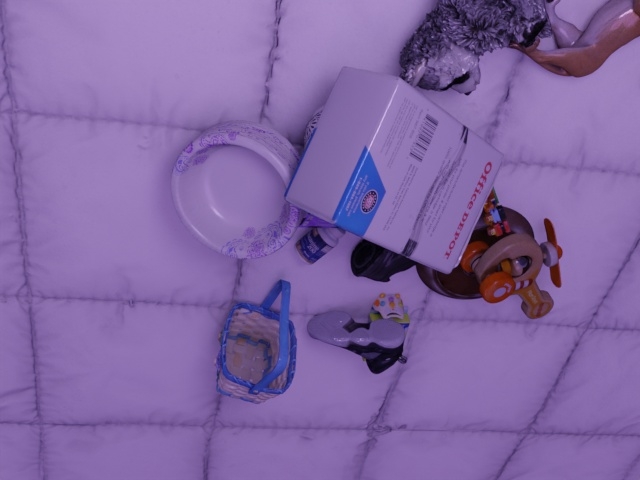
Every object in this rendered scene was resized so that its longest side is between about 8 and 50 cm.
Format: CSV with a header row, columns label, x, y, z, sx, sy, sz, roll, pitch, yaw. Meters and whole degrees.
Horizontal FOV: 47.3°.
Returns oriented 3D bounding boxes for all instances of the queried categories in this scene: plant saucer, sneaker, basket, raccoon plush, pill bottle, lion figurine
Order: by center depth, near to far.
label,x,y,z,sx,sy,sz,roll,pitch,yaw
raccoon plush,0.237,-0.491,1.359,0.299,0.216,0.446,-16,101,22
lion figurine,0.586,-0.426,1.454,0.392,0.142,0.240,-24,138,35
pill bottle,0.000,0.000,1.745,0.120,0.067,0.067,-39,124,21
sneaker,0.206,0.002,1.770,0.130,0.109,0.286,26,128,-37
basket,-0.148,0.268,1.823,0.201,0.255,0.289,23,134,-22
plant saucer,0.399,0.046,1.857,0.310,0.050,0.311,-4,128,-5
sneaker,0.099,0.275,1.923,0.268,0.101,0.153,4,135,23

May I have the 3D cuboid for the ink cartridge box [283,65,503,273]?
label,x,y,z,sx,sy,sz,roll,pitch,yaw
ink cartridge box,0.160,-0.128,1.465,0.395,0.166,0.285,23,93,-45

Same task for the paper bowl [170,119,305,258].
label,x,y,z,sx,sy,sz,roll,pitch,yaw
paper bowl,-0.160,-0.115,1.542,0.284,0.148,0.284,8,121,13

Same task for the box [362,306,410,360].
label,x,y,z,sx,sy,sz,roll,pitch,yaw
box,0.178,0.258,2.000,0.109,0.042,0.178,1,130,-10

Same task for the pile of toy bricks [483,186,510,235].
label,x,y,z,sx,sy,sz,roll,pitch,yaw
pile of toy bricks,0.353,-0.094,1.683,0.105,0.118,0.212,-22,119,10

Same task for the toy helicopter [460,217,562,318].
label,x,y,z,sx,sy,sz,roll,pitch,yaw
toy helicopter,0.515,0.089,1.821,0.235,0.140,0.355,-36,136,9

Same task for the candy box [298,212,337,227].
label,x,y,z,sx,sy,sz,roll,pitch,yaw
candy box,0.046,-0.113,1.604,0.164,0.070,0.196,0,143,-42

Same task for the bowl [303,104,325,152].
label,x,y,z,sx,sy,sz,roll,pitch,yaw
bowl,0.028,-0.235,1.533,0.170,0.080,0.170,-20,157,-9

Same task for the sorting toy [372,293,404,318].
label,x,y,z,sx,sy,sz,roll,pitch,yaw
sorting toy,0.186,0.180,1.915,0.083,0.075,0.045,1,129,-10
